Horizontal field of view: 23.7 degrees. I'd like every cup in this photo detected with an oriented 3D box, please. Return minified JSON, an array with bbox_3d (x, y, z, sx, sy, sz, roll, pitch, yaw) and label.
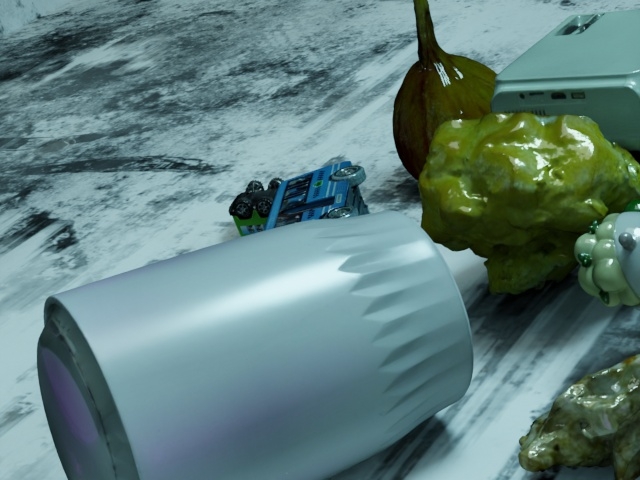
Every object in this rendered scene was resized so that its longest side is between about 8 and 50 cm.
[{"bbox_3d":[-0.063,0.118,1.424,0.371,0.253,0.253,-20,24,-20],"label":"cup"}]

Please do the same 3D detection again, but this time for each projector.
[{"bbox_3d":[0.343,-0.187,1.789,0.198,0.108,0.250,2,28,37],"label":"projector"}]

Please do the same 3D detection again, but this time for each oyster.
[{"bbox_3d":[0.332,0.119,1.363,0.361,0.096,0.221,-23,-19,-39],"label":"oyster"}]

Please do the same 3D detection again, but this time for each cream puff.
[{"bbox_3d":[0.232,-0.029,1.647,0.282,0.185,0.282,8,-12,2],"label":"cream puff"}]

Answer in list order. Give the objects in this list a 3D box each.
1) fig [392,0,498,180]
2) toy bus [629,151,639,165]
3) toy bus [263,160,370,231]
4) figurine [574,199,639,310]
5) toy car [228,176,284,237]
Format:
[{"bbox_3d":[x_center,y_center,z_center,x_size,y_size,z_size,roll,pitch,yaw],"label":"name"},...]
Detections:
[{"bbox_3d":[0.157,-0.199,2.033,0.191,0.290,0.190,-32,6,4],"label":"fig"},{"bbox_3d":[0.435,-0.125,1.887,0.335,0.123,0.121,-4,24,19],"label":"toy bus"},{"bbox_3d":[0.000,0.000,1.838,0.134,0.113,0.246,-13,21,11],"label":"toy bus"},{"bbox_3d":[0.335,0.027,1.514,0.197,0.147,0.093,17,-33,-42],"label":"figurine"},{"bbox_3d":[-0.037,-0.044,2.022,0.165,0.062,0.071,-5,25,18],"label":"toy car"}]
